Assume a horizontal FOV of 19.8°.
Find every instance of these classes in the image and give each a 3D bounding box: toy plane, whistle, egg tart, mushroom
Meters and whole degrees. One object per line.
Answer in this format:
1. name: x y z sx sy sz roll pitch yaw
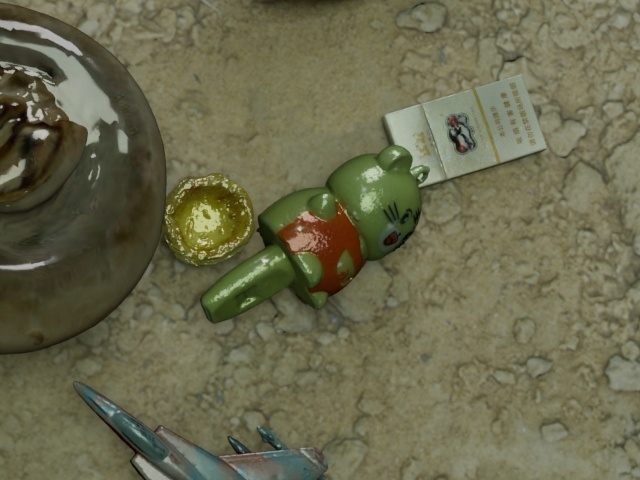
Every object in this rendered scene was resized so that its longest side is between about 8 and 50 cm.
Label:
1. toy plane: -0.127 0.253 1.878 0.326 0.104 0.223 39 76 3
2. whistle: 0.000 0.000 1.930 0.288 0.131 0.106 -34 59 -14
3. egg tart: -0.121 -0.020 1.955 0.105 0.039 0.105 2 80 -9
4. mushroom: -0.318 -0.071 1.792 0.362 0.294 0.362 7 69 -18

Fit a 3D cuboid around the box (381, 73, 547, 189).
1. box: 0.159 -0.118 2.028 0.167 0.024 0.090 -17 85 -13
